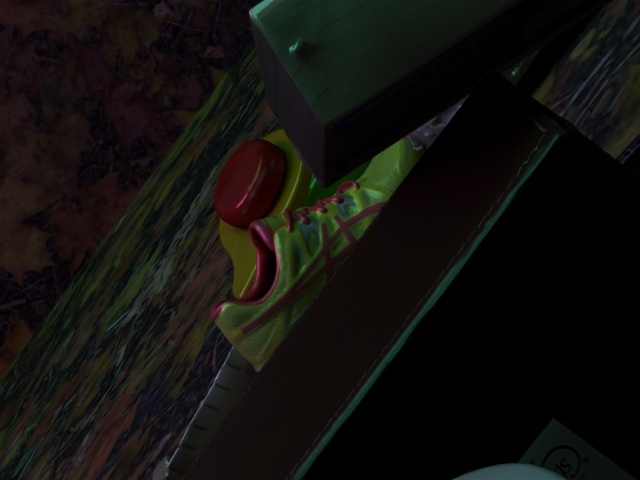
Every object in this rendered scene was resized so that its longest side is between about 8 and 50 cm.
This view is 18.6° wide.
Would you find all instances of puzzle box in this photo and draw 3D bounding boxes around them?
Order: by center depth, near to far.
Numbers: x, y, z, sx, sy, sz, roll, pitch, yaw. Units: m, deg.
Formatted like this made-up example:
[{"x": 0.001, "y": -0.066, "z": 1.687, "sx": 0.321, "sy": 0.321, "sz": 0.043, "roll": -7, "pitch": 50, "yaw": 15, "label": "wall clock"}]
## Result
[{"x": 0.157, "y": -0.160, "z": 0.796, "sx": 0.409, "sy": 0.052, "sz": 0.272, "roll": -33, "pitch": -3, "yaw": -1, "label": "puzzle box"}]

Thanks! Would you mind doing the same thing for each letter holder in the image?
[{"x": 0.044, "y": 0.103, "z": 0.772, "sx": 0.302, "sy": 0.152, "sz": 0.214, "roll": -53, "pitch": 9, "yaw": 7, "label": "letter holder"}]

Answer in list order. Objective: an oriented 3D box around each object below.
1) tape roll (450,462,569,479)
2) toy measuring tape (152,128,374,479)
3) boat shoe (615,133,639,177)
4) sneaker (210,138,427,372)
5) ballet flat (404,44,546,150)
[{"x": 0.048, "y": 0.195, "z": 0.436, "sx": 0.246, "sy": 0.169, "sz": 0.246, "roll": -51, "pitch": 12, "yaw": 16, "label": "tape roll"}, {"x": -0.049, "y": 0.030, "z": 1.471, "sx": 0.330, "sy": 0.121, "sz": 0.121, "roll": -63, "pitch": 11, "yaw": 1, "label": "toy measuring tape"}, {"x": 0.201, "y": -0.092, "z": 0.827, "sx": 0.302, "sy": 0.091, "sz": 0.114, "roll": -45, "pitch": 14, "yaw": 40, "label": "boat shoe"}, {"x": 0.000, "y": 0.000, "z": 1.380, "sx": 0.208, "sy": 0.094, "sz": 0.081, "roll": -56, "pitch": 10, "yaw": -13, "label": "sneaker"}, {"x": 0.162, "y": -0.241, "z": 1.323, "sx": 0.409, "sy": 0.147, "sz": 0.147, "roll": -53, "pitch": 12, "yaw": 8, "label": "ballet flat"}]
